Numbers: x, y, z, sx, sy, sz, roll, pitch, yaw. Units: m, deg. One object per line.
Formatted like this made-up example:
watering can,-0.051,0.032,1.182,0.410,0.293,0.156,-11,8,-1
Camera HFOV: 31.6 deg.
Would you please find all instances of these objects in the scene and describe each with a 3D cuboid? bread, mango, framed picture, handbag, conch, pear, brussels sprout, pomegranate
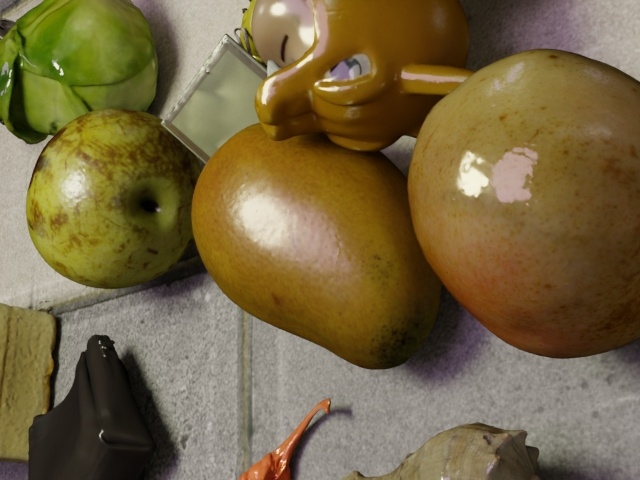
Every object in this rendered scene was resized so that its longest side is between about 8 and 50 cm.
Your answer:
bread,-0.614,0.245,1.953,0.279,0.207,0.279,-13,71,42
mango,0.000,0.000,1.394,0.378,0.221,0.264,42,103,33
framed picture,-0.092,-0.149,1.569,0.231,0.010,0.173,43,115,1
handbag,-0.364,0.315,1.748,0.285,0.113,0.257,-57,40,28
conch,0.149,0.314,1.179,0.324,0.186,0.263,-2,95,59
pear,-0.311,-0.063,1.693,0.283,0.283,0.283,-15,68,42
brussels sprout,-0.398,-0.278,1.858,0.259,0.227,0.294,15,61,23
pomegranate,0.243,-0.034,1.105,0.319,0.319,0.319,-15,68,42

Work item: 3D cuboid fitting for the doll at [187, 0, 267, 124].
doll,-0.097,-0.225,1.622,0.135,0.143,0.221,-177,107,-77

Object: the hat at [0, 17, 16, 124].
hat,-0.568,-0.317,2.064,0.275,0.161,0.232,-172,69,-75

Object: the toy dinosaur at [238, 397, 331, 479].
toy dinosaur,-0.065,0.309,1.481,0.279,0.055,0.101,-43,29,32

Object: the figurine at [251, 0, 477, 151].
figurine,0.089,-0.300,1.332,0.401,0.268,0.387,-19,57,37
